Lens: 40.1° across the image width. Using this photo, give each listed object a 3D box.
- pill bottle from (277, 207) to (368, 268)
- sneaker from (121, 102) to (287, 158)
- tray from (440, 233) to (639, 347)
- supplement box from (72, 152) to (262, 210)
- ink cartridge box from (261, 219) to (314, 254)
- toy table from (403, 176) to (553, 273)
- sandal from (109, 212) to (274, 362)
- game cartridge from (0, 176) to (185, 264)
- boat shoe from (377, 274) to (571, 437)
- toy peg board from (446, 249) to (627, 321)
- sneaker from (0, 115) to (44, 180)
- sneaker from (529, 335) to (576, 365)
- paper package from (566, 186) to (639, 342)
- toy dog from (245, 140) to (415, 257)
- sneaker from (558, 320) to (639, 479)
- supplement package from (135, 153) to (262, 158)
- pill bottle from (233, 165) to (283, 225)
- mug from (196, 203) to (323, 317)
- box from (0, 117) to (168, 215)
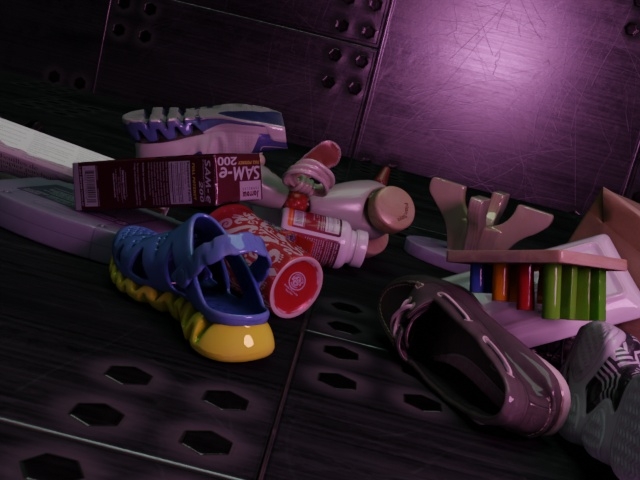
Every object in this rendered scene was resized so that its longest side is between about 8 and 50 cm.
[{"bbox_3d":[0.000,0.000,1.491,0.152,0.086,0.086,13,12,-8],"label":"pill bottle"},{"bbox_3d":[-0.221,-0.166,1.721,0.315,0.182,0.127,-1,24,-2],"label":"sneaker"},{"bbox_3d":[0.286,0.071,1.176,0.270,0.030,0.145,-15,51,-1],"label":"tray"},{"bbox_3d":[-0.218,-0.084,1.252,0.239,0.073,0.130,0,6,24],"label":"supplement box"},{"bbox_3d":[-0.068,0.012,1.409,0.115,0.063,0.029,23,14,36],"label":"ink cartridge box"},{"bbox_3d":[0.317,-0.018,1.762,0.274,0.161,0.252,17,12,10],"label":"toy table"},{"bbox_3d":[-0.151,0.029,1.065,0.126,0.138,0.317,0,16,-42],"label":"sandal"},{"bbox_3d":[-0.357,-0.031,1.308,0.294,0.060,0.196,18,9,20],"label":"game cartridge"},{"bbox_3d":[0.152,0.121,1.046,0.095,0.112,0.335,11,15,-35],"label":"boat shoe"},{"bbox_3d":[0.263,0.056,1.072,0.160,0.079,0.161,-2,-7,45],"label":"toy peg board"},{"bbox_3d":[-0.617,-0.190,1.510,0.293,0.146,0.102,8,14,-29],"label":"sneaker"},{"bbox_3d":[0.307,0.120,1.254,0.286,0.109,0.130,8,17,-21],"label":"sneaker"},{"bbox_3d":[0.549,0.094,1.275,0.325,0.168,0.309,17,21,-35],"label":"paper package"},{"bbox_3d":[0.019,-0.099,1.567,0.220,0.161,0.333,-19,-38,42],"label":"toy dog"},{"bbox_3d":[0.382,0.199,0.923,0.210,0.137,0.366,23,5,-3],"label":"sneaker"},{"bbox_3d":[-0.263,-0.172,1.866,0.244,0.134,0.139,10,12,-19],"label":"supplement package"},{"bbox_3d":[-0.116,-0.087,1.713,0.103,0.103,0.184,10,12,-19],"label":"pill bottle"},{"bbox_3d":[-0.070,0.029,1.220,0.150,0.113,0.169,-2,23,-42],"label":"mug"},{"bbox_3d":[-0.404,-0.113,1.461,0.324,0.063,0.067,19,56,-6],"label":"box"}]
